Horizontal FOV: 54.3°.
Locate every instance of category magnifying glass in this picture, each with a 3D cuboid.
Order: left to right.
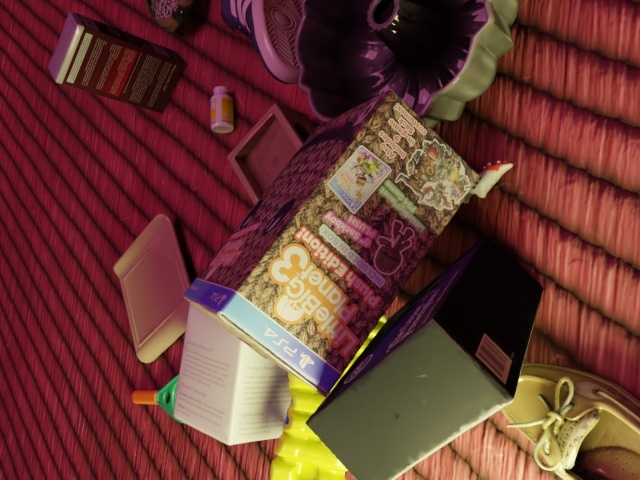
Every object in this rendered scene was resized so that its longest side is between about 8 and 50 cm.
[{"bbox_3d":[-0.301,0.309,1.227,0.231,0.026,0.092,-12,75,41],"label":"magnifying glass"}]

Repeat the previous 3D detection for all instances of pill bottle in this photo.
[{"bbox_3d":[-0.188,-0.250,1.190,0.043,0.043,0.083,-14,73,42],"label":"pill bottle"}]

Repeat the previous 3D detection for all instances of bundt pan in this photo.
[{"bbox_3d":[0.121,-0.286,0.836,0.331,0.124,0.330,-10,76,43],"label":"bundt pan"}]

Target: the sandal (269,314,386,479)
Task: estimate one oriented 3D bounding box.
[{"bbox_3d":[0.011,0.205,0.866,0.126,0.138,0.317,17,87,9],"label":"sandal"}]

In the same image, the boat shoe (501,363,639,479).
[{"bbox_3d":[0.290,0.205,0.612,0.285,0.089,0.104,24,101,44],"label":"boat shoe"}]

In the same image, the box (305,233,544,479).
[{"bbox_3d":[0.122,0.117,0.665,0.103,0.261,0.184,44,119,6],"label":"box"}]

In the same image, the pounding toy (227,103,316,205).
[{"bbox_3d":[-0.018,-0.109,0.974,0.181,0.094,0.206,-43,65,25],"label":"pounding toy"}]

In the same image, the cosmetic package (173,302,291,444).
[{"bbox_3d":[-0.115,0.199,0.970,0.151,0.151,0.183,5,86,45],"label":"cosmetic package"}]

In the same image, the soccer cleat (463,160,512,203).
[{"bbox_3d":[0.208,-0.073,0.785,0.083,0.029,0.035,-26,75,43],"label":"soccer cleat"}]

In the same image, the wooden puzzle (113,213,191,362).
[{"bbox_3d":[-0.334,0.099,1.283,0.221,0.044,0.238,-42,61,31],"label":"wooden puzzle"}]

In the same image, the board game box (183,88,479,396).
[{"bbox_3d":[0.000,0.000,0.726,0.291,0.141,0.232,-53,16,-13],"label":"board game box"}]

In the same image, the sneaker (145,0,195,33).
[{"bbox_3d":[-0.395,-0.600,1.353,0.158,0.182,0.410,-50,53,27],"label":"sneaker"}]

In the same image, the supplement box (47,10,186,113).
[{"bbox_3d":[-0.419,-0.364,1.297,0.130,0.239,0.073,-57,48,22],"label":"supplement box"}]

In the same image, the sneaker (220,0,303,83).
[{"bbox_3d":[-0.102,-0.383,1.082,0.148,0.131,0.350,-40,52,41],"label":"sneaker"}]
